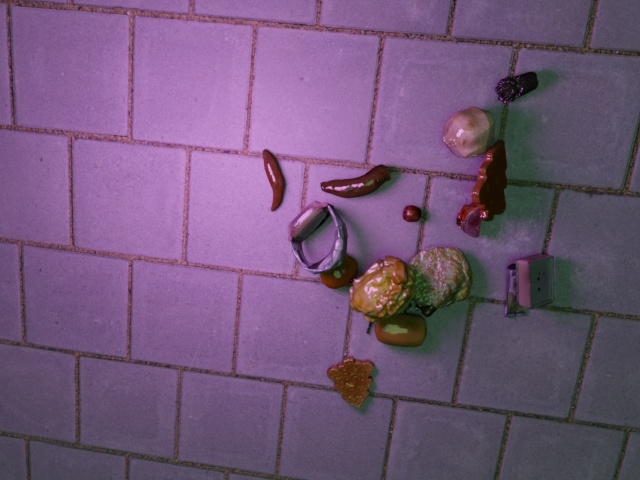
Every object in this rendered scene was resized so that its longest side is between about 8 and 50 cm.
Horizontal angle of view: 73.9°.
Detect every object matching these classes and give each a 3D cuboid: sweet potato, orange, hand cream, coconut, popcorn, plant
[{"bbox_3d":[0.139,-0.225,1.697,0.285,0.085,0.112,-11,66,18],"label":"sweet potato"},{"bbox_3d":[-0.188,-0.245,1.730,0.078,0.058,0.255,-4,104,23],"label":"sweet potato"},{"bbox_3d":[0.075,0.130,1.756,0.160,0.112,0.170,9,113,3],"label":"orange"},{"bbox_3d":[0.791,0.202,1.734,0.086,0.055,0.235,-8,106,4],"label":"hand cream"},{"bbox_3d":[0.541,-0.394,1.572,0.194,0.194,0.194,1,101,5],"label":"coconut"},{"bbox_3d":[0.244,0.190,1.682,0.286,0.252,0.215,-40,108,17],"label":"popcorn"},{"bbox_3d":[0.722,-0.565,1.569,0.143,0.092,0.094,-17,107,2],"label":"plant"}]

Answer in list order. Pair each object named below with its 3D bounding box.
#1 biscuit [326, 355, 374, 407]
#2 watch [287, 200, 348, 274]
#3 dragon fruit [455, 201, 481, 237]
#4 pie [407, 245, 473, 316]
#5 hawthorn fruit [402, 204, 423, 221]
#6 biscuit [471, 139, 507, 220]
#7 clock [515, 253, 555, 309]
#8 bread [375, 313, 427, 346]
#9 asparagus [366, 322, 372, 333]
[{"bbox_3d":[0.143,0.624,1.876,0.212,0.041,0.239,-11,100,1],"label":"biscuit"},{"bbox_3d":[0.000,0.000,1.673,0.253,0.162,0.241,-45,73,12],"label":"watch"},{"bbox_3d":[0.575,-0.088,1.671,0.096,0.102,0.147,1,106,7],"label":"dragon fruit"},{"bbox_3d":[0.473,0.153,1.724,0.274,0.105,0.257,-27,88,9],"label":"pie"},{"bbox_3d":[0.366,-0.108,1.699,0.077,0.077,0.077,1,101,5],"label":"hawthorn fruit"},{"bbox_3d":[0.641,-0.225,1.591,0.043,0.284,0.306,9,85,43],"label":"biscuit"},{"bbox_3d":[0.849,0.159,1.675,0.147,0.071,0.192,-12,102,-24],"label":"clock"},{"bbox_3d":[0.338,0.378,1.783,0.217,0.098,0.147,4,105,6],"label":"bread"},{"bbox_3d":[0.217,0.342,1.826,0.018,0.015,0.127,14,102,12],"label":"asparagus"}]
